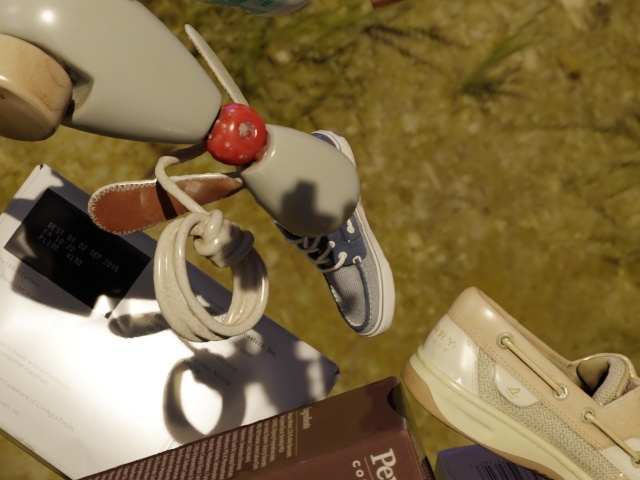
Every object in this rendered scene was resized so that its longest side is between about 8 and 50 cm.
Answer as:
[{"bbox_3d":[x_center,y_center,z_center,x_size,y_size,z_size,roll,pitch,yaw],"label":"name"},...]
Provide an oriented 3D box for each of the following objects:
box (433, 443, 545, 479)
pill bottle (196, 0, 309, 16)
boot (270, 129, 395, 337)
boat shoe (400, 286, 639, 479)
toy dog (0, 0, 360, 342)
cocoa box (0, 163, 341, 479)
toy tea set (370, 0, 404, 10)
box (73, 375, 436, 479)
[{"bbox_3d":[0.155,0.319,1.431,0.113,0.275,0.094,-7,37,-16],"label":"box"},{"bbox_3d":[-0.082,-0.267,1.244,0.264,0.146,0.146,6,62,-41],"label":"pill bottle"},{"bbox_3d":[0.000,0.000,1.319,0.086,0.069,0.190,-15,86,-46],"label":"boot"},{"bbox_3d":[0.205,0.135,1.113,0.302,0.098,0.109,30,11,-18],"label":"boat shoe"},{"bbox_3d":[-0.140,-0.094,1.079,0.220,0.161,0.333,-49,115,-30],"label":"toy dog"},{"bbox_3d":[-0.191,0.132,1.479,0.347,0.228,0.231,34,77,2],"label":"cocoa box"},{"bbox_3d":[0.024,-0.301,1.208,0.336,0.124,0.200,-86,165,-64],"label":"toy tea set"},{"bbox_3d":[-0.085,0.265,1.178,0.143,0.381,0.191,-96,167,-78],"label":"box"}]
